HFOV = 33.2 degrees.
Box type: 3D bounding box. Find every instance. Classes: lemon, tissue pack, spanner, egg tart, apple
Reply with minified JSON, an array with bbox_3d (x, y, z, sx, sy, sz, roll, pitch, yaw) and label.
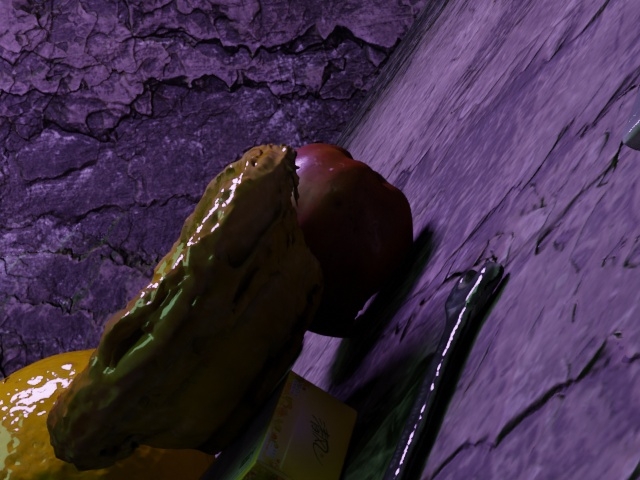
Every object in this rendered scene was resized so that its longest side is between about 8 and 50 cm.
[{"bbox_3d":[-0.224,0.229,1.027,0.253,0.253,0.310,-52,6,35],"label":"lemon"},{"bbox_3d":[-0.050,0.185,0.754,0.176,0.062,0.095,-51,9,33],"label":"tissue pack"},{"bbox_3d":[0.053,0.102,0.591,0.054,0.015,0.254,-50,9,52],"label":"spanner"},{"bbox_3d":[-0.086,0.064,0.802,0.294,0.123,0.294,-52,7,9],"label":"egg tart"},{"bbox_3d":[-0.004,-0.005,0.953,0.156,0.147,0.158,42,112,58],"label":"apple"}]

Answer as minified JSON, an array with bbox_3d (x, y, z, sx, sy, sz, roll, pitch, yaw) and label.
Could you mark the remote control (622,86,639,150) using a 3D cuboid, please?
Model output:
[{"bbox_3d":[0.190,-0.100,0.547,0.050,0.027,0.184,-50,4,40],"label":"remote control"}]
